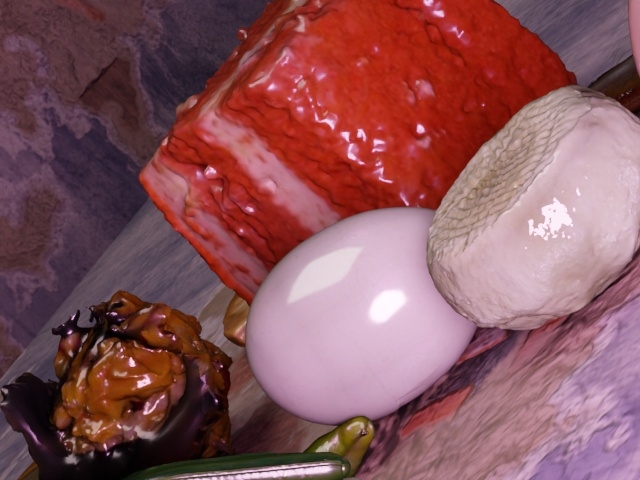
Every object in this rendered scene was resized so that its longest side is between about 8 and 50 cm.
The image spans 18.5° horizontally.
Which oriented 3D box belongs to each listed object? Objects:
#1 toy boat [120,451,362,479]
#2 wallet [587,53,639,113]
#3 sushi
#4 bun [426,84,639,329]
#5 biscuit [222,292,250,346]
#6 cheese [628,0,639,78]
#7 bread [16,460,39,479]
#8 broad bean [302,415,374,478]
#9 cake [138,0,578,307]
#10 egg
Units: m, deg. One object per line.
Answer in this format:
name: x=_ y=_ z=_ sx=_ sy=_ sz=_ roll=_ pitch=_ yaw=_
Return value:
toy boat: x=-0.074 y=0.186 z=1.439 sx=0.210 sy=0.052 sz=0.104 roll=-6 pitch=-20 yaw=-4
wallet: x=0.288 y=-0.152 z=1.659 sx=0.255 sy=0.031 sz=0.137 roll=-33 pitch=10 yaw=38
sushi: x=-0.172 y=0.152 z=1.844 sx=0.204 sy=0.200 sz=0.213 roll=-40 pitch=11 yaw=9
bun: x=0.167 y=-0.017 z=1.397 sx=0.195 sy=0.118 sz=0.195 roll=-49 pitch=10 yaw=12
biscuit: x=0.000 y=0.000 z=2.160 sx=0.309 sy=0.040 sz=0.204 roll=-47 pitch=11 yaw=-10
cheese: x=0.296 y=-0.149 z=1.360 sx=0.082 sy=0.163 sz=0.286 roll=-11 pitch=11 yaw=-12
bread: x=-0.283 y=0.265 z=2.163 sx=0.139 sy=0.074 sz=0.084 roll=-43 pitch=8 yaw=8
broad bean: x=-0.024 y=0.191 z=1.533 sx=0.195 sy=0.061 sz=0.046 roll=-28 pitch=61 yaw=28
cake: x=0.020 y=-0.093 z=1.835 sx=0.319 sy=0.270 sz=0.269 roll=-35 pitch=15 yaw=51
egg: x=0.039 y=0.056 z=1.524 sx=0.209 sy=0.151 sz=0.151 roll=-32 pitch=14 yaw=13
